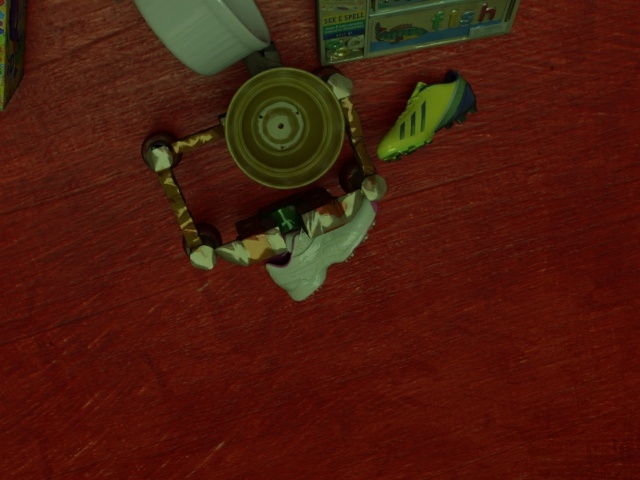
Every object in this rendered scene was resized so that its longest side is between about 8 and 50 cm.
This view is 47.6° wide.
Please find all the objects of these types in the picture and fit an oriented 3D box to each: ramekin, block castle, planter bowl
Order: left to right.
[{"bbox_3d":[-0.224,-0.433,1.310,0.135,0.277,0.277,-32,116,15],"label":"ramekin"},{"bbox_3d":[-0.111,-0.148,1.502,0.453,0.213,0.303,-23,105,-5],"label":"block castle"},{"bbox_3d":[-0.069,-0.209,1.338,0.217,0.090,0.217,-2,104,-9],"label":"planter bowl"}]

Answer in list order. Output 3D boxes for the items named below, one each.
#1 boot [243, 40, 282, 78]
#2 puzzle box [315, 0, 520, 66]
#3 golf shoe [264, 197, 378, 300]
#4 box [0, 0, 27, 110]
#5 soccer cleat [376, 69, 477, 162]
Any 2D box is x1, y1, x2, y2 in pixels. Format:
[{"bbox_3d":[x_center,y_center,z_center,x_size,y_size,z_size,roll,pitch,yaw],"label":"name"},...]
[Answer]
[{"bbox_3d":[-0.137,-0.361,1.484,0.118,0.042,0.087,-2,124,-1],"label":"boot"},{"bbox_3d":[0.191,-0.467,1.386,0.409,0.052,0.272,-11,156,-3],"label":"puzzle box"},{"bbox_3d":[0.000,0.000,1.642,0.140,0.115,0.306,38,104,-20],"label":"golf shoe"},{"bbox_3d":[-0.676,-0.418,1.273,0.279,0.177,0.290,9,123,-13],"label":"box"},{"bbox_3d":[0.207,-0.260,1.509,0.289,0.093,0.121,-35,98,-28],"label":"soccer cleat"}]
